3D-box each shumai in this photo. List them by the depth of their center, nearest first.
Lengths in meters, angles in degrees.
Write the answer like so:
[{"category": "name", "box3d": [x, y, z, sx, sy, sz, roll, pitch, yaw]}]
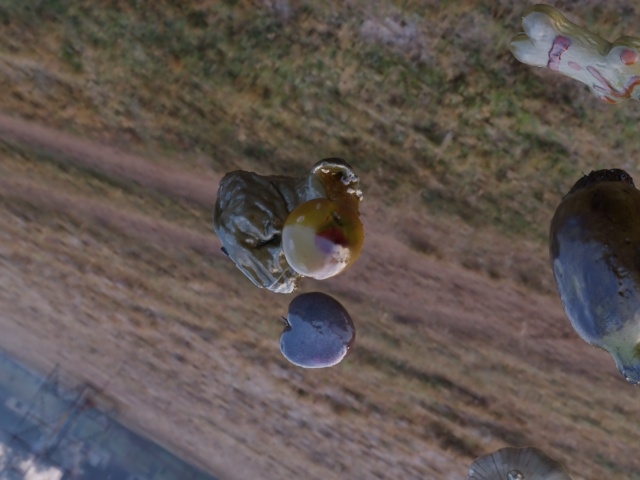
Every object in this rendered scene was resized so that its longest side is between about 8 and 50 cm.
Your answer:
[{"category": "shumai", "box3d": [-0.031, -0.072, 1.916, 0.267, 0.262, 0.314, 54, -159, -9]}]

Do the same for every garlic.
[{"category": "garlic", "box3d": [0.313, 0.403, 1.546, 0.199, 0.199, 0.226, 27, 163, 20]}]

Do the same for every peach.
[{"category": "peach", "box3d": [0.000, 0.000, 1.656, 0.138, 0.138, 0.138, 30, 164, 10]}]

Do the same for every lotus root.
[{"category": "lotus root", "box3d": [0.379, 0.037, 1.304, 0.141, 0.314, 0.169, 1, 152, -10]}]

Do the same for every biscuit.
[{"category": "biscuit", "box3d": [0.337, -0.203, 1.173, 0.234, 0.030, 0.153, 27, 172, 7]}]

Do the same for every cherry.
[{"category": "cherry", "box3d": [-0.005, 0.195, 2.184, 0.176, 0.176, 0.140, 29, -177, 14]}]
